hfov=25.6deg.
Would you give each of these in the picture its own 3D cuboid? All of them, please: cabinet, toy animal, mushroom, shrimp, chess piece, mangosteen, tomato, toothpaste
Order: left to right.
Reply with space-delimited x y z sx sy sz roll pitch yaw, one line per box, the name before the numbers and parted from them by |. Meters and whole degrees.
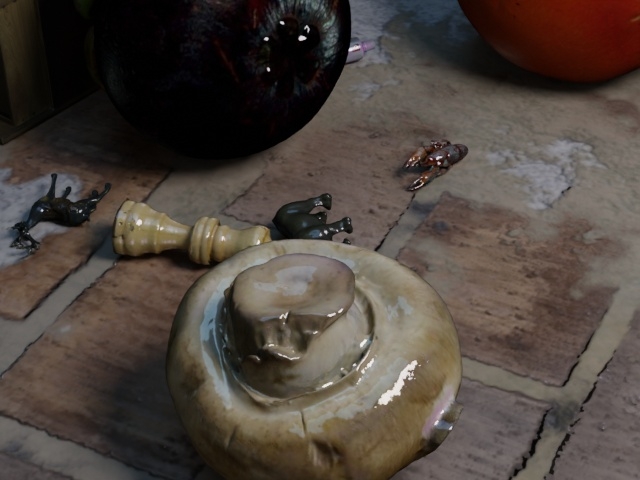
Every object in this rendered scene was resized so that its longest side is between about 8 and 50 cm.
cabinet | -0.351 -0.252 1.633 0.148 0.174 0.215 24 45 29
chess piece | -0.118 0.000 1.397 0.172 0.060 0.060 10 39 11
mangosteen | -0.118 -0.232 1.514 0.300 0.300 0.300 -1 37 1
toothpaste | -0.015 -0.216 1.696 0.170 0.028 0.045 -16 33 -13
toy animal | 0.000 0.000 1.390 0.065 0.047 0.135 -11 35 -22
mushroom | 0.000 0.100 1.149 0.255 0.184 0.255 -3 39 2
shrimp | 0.121 -0.088 1.516 0.092 0.038 0.029 -36 6 -36
tomato | 0.302 -0.339 1.622 0.322 0.321 0.321 -1 37 1

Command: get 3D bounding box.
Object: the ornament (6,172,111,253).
ornament | -0.274 -0.025 1.454 0.073 0.028 0.125 11 37 16
